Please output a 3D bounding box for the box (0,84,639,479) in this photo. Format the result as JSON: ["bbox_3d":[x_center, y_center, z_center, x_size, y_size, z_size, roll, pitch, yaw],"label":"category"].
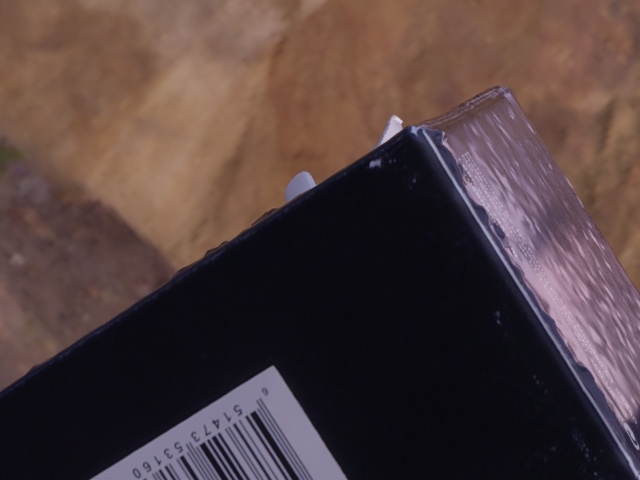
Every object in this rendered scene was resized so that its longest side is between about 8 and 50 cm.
[{"bbox_3d":[-0.002,0.081,0.881,0.183,0.296,0.294,57,15,-1],"label":"box"}]

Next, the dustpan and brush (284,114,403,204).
[{"bbox_3d":[0.000,0.000,1.158,0.060,0.147,0.211,37,18,-24],"label":"dustpan and brush"}]
